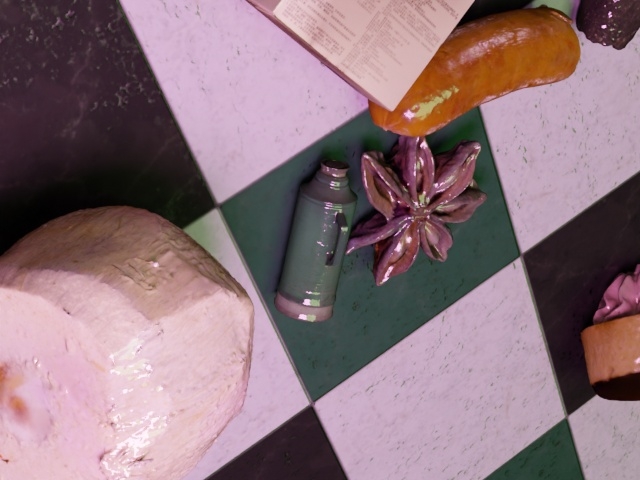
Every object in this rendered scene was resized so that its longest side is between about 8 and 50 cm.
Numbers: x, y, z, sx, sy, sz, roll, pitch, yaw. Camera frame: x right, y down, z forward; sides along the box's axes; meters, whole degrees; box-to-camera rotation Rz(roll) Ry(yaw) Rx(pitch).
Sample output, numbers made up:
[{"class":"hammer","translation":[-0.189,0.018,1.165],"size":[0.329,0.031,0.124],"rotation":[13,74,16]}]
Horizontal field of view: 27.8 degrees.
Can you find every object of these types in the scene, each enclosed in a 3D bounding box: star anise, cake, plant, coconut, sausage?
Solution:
[{"class":"star anise","translation":[0.122,-0.048,1.569],"size":[0.197,0.073,0.212],"rotation":[-9,124,-27]},{"class":"cake","translation":[0.470,0.127,1.870],"size":[0.185,0.178,0.208],"rotation":[-12,154,20]},{"class":"plant","translation":[0.370,-0.309,1.577],"size":[0.092,0.094,0.143],"rotation":[11,122,-24]},{"class":"coconut","translation":[-0.208,0.109,1.296],"size":[0.254,0.297,0.297],"rotation":[-30,136,-55]},{"class":"sausage","translation":[0.177,-0.197,1.498],"size":[0.271,0.109,0.108],"rotation":[-25,128,-22]}]

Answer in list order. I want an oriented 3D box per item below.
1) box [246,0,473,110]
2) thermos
[{"class":"box","translation":[0.040,-0.265,1.366],"size":[0.168,0.095,0.212],"rotation":[-52,133,5]},{"class":"thermos","translation":[-0.003,-0.002,1.506],"size":[0.073,0.083,0.187],"rotation":[14,112,5]}]
